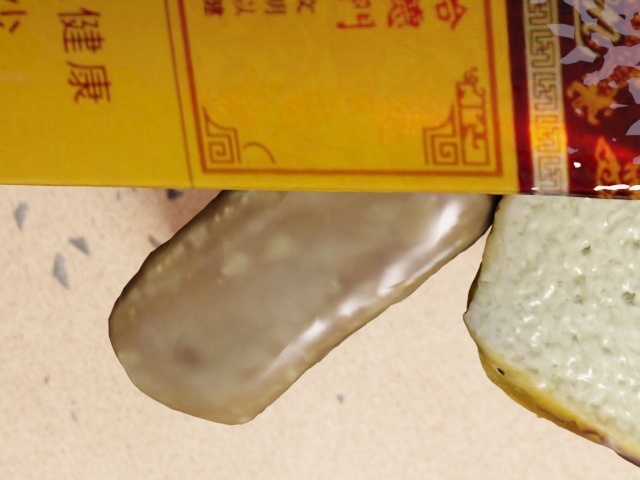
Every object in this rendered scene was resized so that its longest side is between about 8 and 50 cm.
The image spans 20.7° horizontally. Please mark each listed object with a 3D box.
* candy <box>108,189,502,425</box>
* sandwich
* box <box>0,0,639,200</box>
[{"bbox_3d":[0.000,0.000,0.892,0.234,0.104,0.102,-41,87,29],"label":"candy"},{"bbox_3d":[0.209,0.012,0.795,0.251,0.087,0.226,27,105,18],"label":"sandwich"},{"bbox_3d":[0.010,-0.154,0.714,0.415,0.116,0.264,0,108,20],"label":"box"}]
